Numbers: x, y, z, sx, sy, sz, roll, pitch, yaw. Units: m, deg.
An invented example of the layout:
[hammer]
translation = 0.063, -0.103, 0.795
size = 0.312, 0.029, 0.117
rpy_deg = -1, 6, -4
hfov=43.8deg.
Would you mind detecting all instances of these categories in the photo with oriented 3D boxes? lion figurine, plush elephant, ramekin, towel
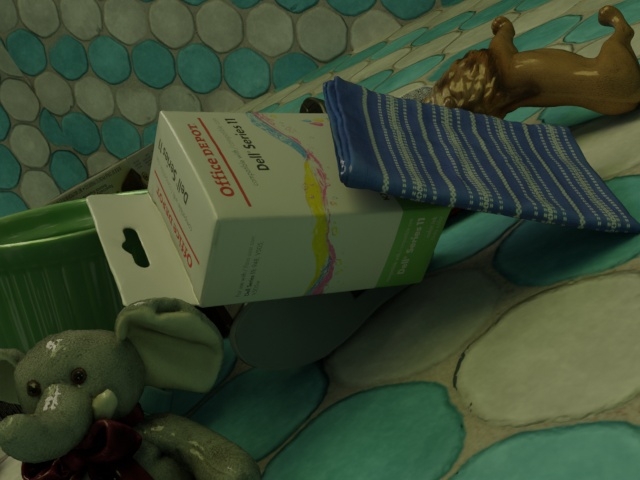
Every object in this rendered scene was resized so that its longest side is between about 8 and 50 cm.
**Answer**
[lion figurine]
translation = 0.347, -0.237, 1.173
size = 0.392, 0.142, 0.240
rpy_deg = -4, 38, 28
[plush elephant]
translation = -0.206, 0.196, 0.751
size = 0.271, 0.255, 0.330
rpy_deg = -27, 18, 11
[ramekin]
translation = -0.301, 0.038, 1.018
size = 0.303, 0.148, 0.303
rpy_deg = -9, 13, 2
[towel]
translation = 0.171, -0.102, 0.912
size = 0.335, 0.040, 0.243
rpy_deg = 9, 32, -10

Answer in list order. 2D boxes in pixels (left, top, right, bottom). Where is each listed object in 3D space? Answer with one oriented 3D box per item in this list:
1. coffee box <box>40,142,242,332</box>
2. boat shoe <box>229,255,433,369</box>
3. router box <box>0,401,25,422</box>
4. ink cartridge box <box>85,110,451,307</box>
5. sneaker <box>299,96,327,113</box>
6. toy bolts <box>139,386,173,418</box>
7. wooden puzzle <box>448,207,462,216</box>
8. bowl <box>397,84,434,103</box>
[coffee box]
translation = -0.268, 0.024, 1.239
size = 0.168, 0.297, 0.119
rpy_deg = -26, 13, 16
[boat shoe]
translation = 0.005, 0.062, 1.016
size = 0.306, 0.113, 0.105
rpy_deg = -37, 12, -27
[router box]
translation = -0.434, 0.203, 1.380
size = 0.242, 0.081, 0.309
rpy_deg = -20, 21, 29
[ink cartridge box]
translation = -0.061, -0.044, 0.884
size = 0.353, 0.119, 0.207
rpy_deg = -5, 41, -29
[sneaker]
translation = 0.055, -0.227, 1.643
size = 0.130, 0.087, 0.227
rpy_deg = -2, 28, -43
[toy bolts]
translation = -0.259, 0.155, 1.011
size = 0.159, 0.218, 0.228
rpy_deg = -57, 27, 1
[wooden puzzle]
translation = 0.212, -0.092, 1.218
size = 0.238, 0.044, 0.221
rpy_deg = -24, 18, 4
[bowl]
translation = 0.171, -0.193, 1.445
size = 0.170, 0.080, 0.170
rpy_deg = -35, 31, 25
